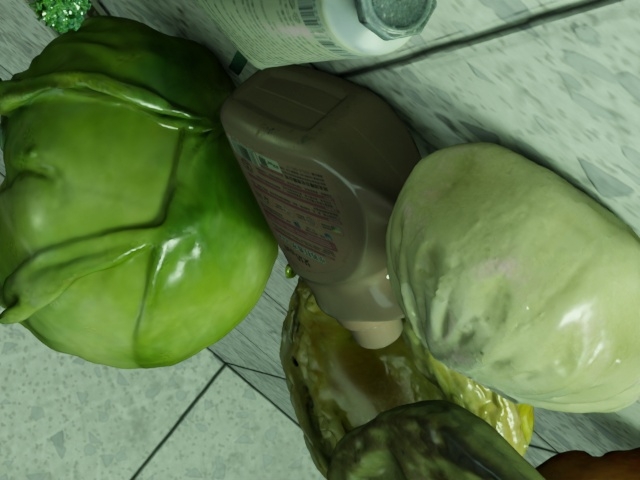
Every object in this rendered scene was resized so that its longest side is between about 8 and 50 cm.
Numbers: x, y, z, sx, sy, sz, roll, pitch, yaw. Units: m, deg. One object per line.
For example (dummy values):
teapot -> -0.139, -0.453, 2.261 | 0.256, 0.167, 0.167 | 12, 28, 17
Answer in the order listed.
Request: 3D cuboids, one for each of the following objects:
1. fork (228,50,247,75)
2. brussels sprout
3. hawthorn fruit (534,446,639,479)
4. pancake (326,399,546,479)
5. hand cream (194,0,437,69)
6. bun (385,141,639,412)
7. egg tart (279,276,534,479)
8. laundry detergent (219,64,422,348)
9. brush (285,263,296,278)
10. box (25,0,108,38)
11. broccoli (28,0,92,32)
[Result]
fork -> -0.044, -0.144, 1.264 | 0.039, 0.021, 0.235 | 44, 171, -3
brussels sprout -> -0.152, -0.034, 1.458 | 0.227, 0.259, 0.294 | 0, 162, 20
hawthorn fruit -> 0.246, 0.299, 1.526 | 0.258, 0.258, 0.261 | 77, 169, -74
pancake -> 0.107, 0.244, 1.412 | 0.294, 0.049, 0.294 | 32, 136, 38
hand cream -> -0.015, -0.134, 1.069 | 0.095, 0.059, 0.276 | 48, 166, -20
bun -> 0.125, 0.038, 1.157 | 0.178, 0.128, 0.193 | 27, 167, 44
egg tart -> 0.078, 0.126, 1.521 | 0.288, 0.118, 0.288 | 32, 136, 37
laundry detergent -> 0.032, -0.004, 1.301 | 0.171, 0.076, 0.237 | 24, 148, 44
brush -> 0.000, 0.000, 1.547 | 0.021, 0.083, 0.019 | 27, 164, 41
box -> -0.229, -0.211, 1.594 | 0.109, 0.029, 0.198 | 32, 169, 32
broccoli -> -0.244, -0.193, 1.057 | 0.254, 0.269, 0.269 | 44, 170, 1
